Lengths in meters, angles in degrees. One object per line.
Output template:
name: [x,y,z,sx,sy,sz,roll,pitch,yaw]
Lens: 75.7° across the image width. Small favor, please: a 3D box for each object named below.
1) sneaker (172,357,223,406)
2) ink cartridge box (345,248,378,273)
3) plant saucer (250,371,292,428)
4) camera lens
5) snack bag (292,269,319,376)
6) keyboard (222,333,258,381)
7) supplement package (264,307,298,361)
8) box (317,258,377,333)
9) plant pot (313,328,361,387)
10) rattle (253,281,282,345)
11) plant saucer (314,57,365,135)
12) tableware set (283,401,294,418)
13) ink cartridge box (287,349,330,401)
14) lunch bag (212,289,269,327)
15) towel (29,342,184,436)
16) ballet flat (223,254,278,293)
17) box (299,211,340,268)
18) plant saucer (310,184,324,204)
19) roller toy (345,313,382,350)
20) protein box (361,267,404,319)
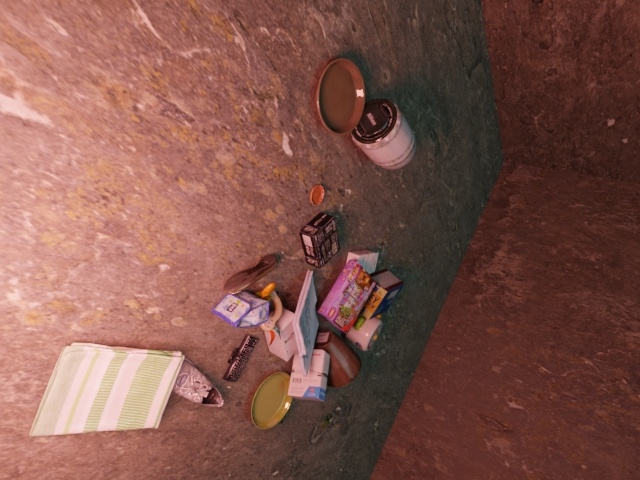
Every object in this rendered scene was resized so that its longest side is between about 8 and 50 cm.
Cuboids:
sneaker: [-0.406,0.462,1.327,0.105,0.115,0.281,-59,142,-17]
ink cartridge box: [0.209,0.111,2.064,0.198,0.067,0.115,-5,111,-52]
plant saucer: [-0.211,0.675,1.754,0.241,0.037,0.241,-13,108,-47]
camera lens: [0.270,-0.444,1.738,0.274,0.219,0.219,28,83,-56]
snack bag: [-0.050,0.351,1.716,0.323,0.037,0.343,-75,162,-55]
keyboard: [-0.304,0.443,1.549,0.180,0.023,0.108,-63,145,-12]
supplement package: [-0.151,0.374,1.654,0.105,0.105,0.179,-39,135,-37]
box: [0.132,0.264,1.925,0.201,0.057,0.293,46,69,-38]
plant pot: [0.055,0.541,1.967,0.215,0.215,0.230,-46,124,-32]
rattle: [-0.167,0.267,1.486,0.130,0.142,0.200,10,61,-48]
plant saucer: [0.072,-0.538,1.554,0.277,0.041,0.278,-19,118,-42]
tableware set: [-0.183,0.761,1.876,0.104,0.024,0.154,-56,143,-17]
ink cartridge box: [-0.047,0.591,1.812,0.086,0.148,0.203,54,39,-52]
lunch bag: [-0.271,0.238,1.398,0.151,0.128,0.096,-18,119,-48]
towel: [-0.554,0.404,1.111,0.324,0.038,0.248,21,90,-44]
ballet flat: [-0.237,0.127,1.442,0.250,0.084,0.058,-38,133,-47]
box: [0.000,0.000,1.706,0.147,0.077,0.180,-44,138,-33]
plant saucer: [-0.015,-0.183,1.652,0.083,0.013,0.084,-29,129,-44]
roller toy: [0.239,0.482,2.191,0.209,0.146,0.191,-18,131,-59]
protein box: [0.299,0.279,2.160,0.201,0.136,0.200,-11,135,-52]
